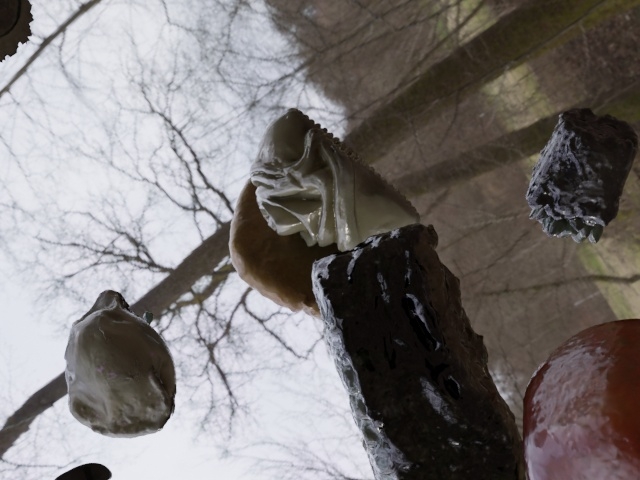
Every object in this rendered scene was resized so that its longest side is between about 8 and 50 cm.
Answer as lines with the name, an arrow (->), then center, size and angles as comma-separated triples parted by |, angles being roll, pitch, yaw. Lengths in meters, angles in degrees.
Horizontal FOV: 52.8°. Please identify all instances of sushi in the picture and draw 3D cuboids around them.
sushi -> 0.110, 0.159, 0.729 | 0.211, 0.171, 0.349 | -142, 32, -85

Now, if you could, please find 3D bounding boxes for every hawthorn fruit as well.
hawthorn fruit -> 0.233, 0.131, 0.435 | 0.169, 0.188, 0.168 | 13, -120, -24

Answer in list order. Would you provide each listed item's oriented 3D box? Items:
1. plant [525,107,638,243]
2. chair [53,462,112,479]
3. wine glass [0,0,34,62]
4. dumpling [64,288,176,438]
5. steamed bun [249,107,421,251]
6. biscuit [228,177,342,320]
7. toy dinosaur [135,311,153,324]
plant -> 0.372, -0.084, 0.939 | 0.129, 0.194, 0.132 | 18, -143, 16
chair -> -0.332, 0.446, 0.980 | 0.221, 0.104, 0.095 | 63, 161, 5
wine glass -> -0.544, -0.254, 0.797 | 0.238, 0.323, 0.237 | 33, -134, -42
dumpling -> -0.244, 0.151, 0.761 | 0.118, 0.136, 0.199 | 31, -158, -54
steamed bun -> 0.003, -0.087, 1.275 | 0.324, 0.219, 0.309 | 36, -170, -36
biscuit -> 0.000, -0.001, 1.451 | 0.430, 0.104, 0.446 | 20, -142, -2
toy dinosaur -> -0.305, 0.178, 1.029 | 0.106, 0.044, 0.187 | -52, -39, -58
